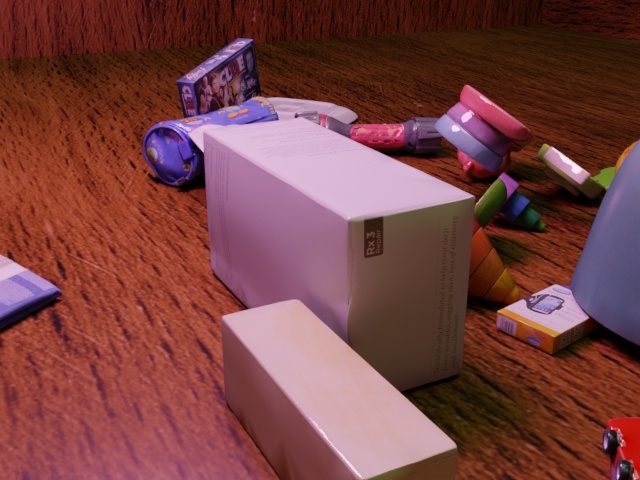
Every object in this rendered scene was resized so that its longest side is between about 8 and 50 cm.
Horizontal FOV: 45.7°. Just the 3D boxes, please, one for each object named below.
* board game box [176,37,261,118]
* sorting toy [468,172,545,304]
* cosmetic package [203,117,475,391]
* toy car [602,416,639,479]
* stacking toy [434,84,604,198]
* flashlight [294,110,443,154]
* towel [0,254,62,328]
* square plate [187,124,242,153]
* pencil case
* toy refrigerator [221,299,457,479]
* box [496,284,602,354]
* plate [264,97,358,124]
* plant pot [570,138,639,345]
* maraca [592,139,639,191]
[{"bbox_3d":[-0.211,-0.315,1.640,0.042,0.165,0.243,12,39,24],"label":"board game box"},{"bbox_3d":[0.256,0.001,1.085,0.126,0.127,0.365,38,31,10],"label":"sorting toy"},{"bbox_3d":[0.000,0.000,0.900,0.156,0.217,0.385,-12,28,-27],"label":"cosmetic package"},{"bbox_3d":[0.243,0.232,0.555,0.225,0.053,0.239,-11,25,-24],"label":"toy car"},{"bbox_3d":[0.334,-0.131,1.324,0.279,0.130,0.309,42,16,19],"label":"stacking toy"},{"bbox_3d":[0.099,-0.215,1.561,0.304,0.103,0.103,-1,49,-6],"label":"flashlight"},{"bbox_3d":[-0.502,0.050,0.947,0.285,0.034,0.209,23,29,19],"label":"towel"},{"bbox_3d":[-0.016,-0.123,1.282,0.344,0.049,0.347,7,19,-28],"label":"square plate"},{"bbox_3d":[-0.199,-0.198,1.483,0.133,0.119,0.306,-4,16,37],"label":"pencil case"},{"bbox_3d":[0.006,0.156,0.668,0.094,0.102,0.269,-11,25,-25],"label":"toy refrigerator"},{"bbox_3d":[0.288,0.091,0.924,0.136,0.028,0.081,-15,27,-37],"label":"box"},{"bbox_3d":[-0.083,-0.295,1.813,0.277,0.045,0.278,10,25,22],"label":"plate"},{"bbox_3d":[0.466,-0.018,0.881,0.293,0.235,0.293,6,23,-2],"label":"plant pot"},{"bbox_3d":[0.583,-0.131,1.375,0.186,0.099,0.127,-20,13,22],"label":"maraca"}]
